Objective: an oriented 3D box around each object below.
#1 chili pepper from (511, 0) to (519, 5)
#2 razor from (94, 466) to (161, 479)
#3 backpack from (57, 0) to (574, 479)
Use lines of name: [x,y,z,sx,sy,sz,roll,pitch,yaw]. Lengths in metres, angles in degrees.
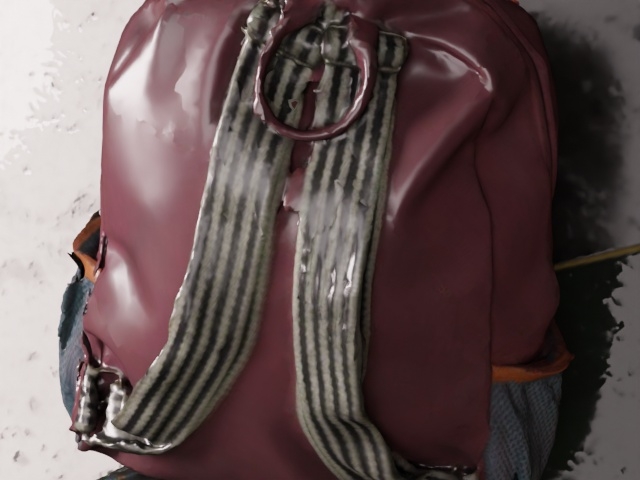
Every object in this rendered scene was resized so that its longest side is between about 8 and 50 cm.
chili pepper: [0.030,-0.095,0.894,0.191,0.059,0.050,-29,68,21]
razor: [-0.085,0.296,0.925,0.189,0.107,0.327,-22,86,18]
backpack: [0.000,0.000,0.808,0.283,0.197,0.317,13,121,9]
